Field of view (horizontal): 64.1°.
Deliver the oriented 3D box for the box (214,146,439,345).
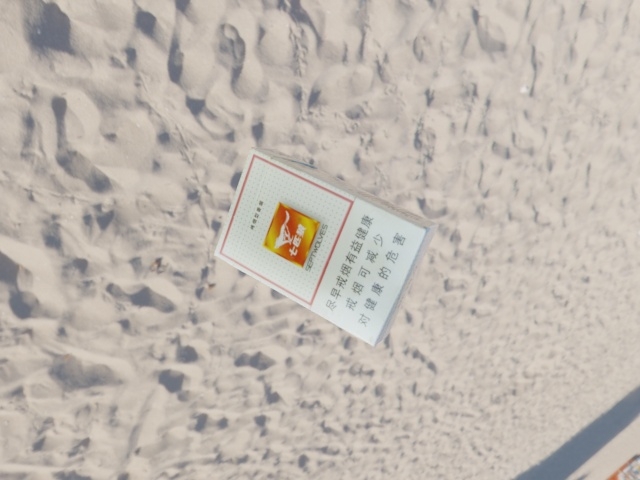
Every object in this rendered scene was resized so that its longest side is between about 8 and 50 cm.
[{"bbox_3d":[0.000,0.000,0.858,0.095,0.330,0.210,-15,129,-66],"label":"box"}]
